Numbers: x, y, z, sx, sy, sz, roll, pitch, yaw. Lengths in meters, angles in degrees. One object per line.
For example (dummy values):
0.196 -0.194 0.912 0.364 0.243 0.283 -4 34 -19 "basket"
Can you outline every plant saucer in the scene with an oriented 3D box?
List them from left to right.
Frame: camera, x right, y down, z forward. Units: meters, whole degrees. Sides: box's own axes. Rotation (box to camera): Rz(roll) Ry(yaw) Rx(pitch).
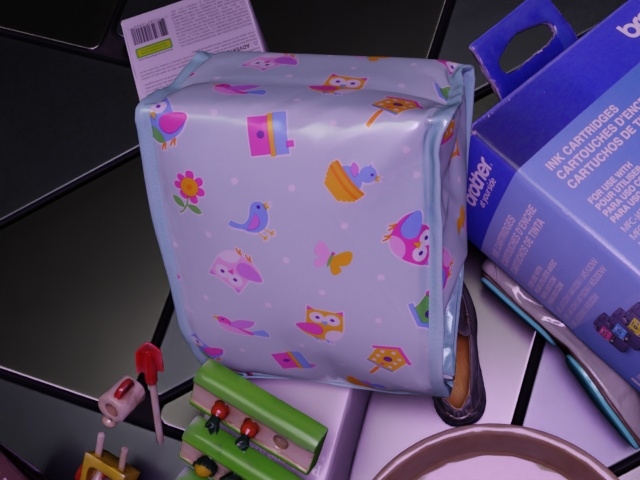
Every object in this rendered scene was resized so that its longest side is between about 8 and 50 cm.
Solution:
0.151 0.297 0.753 0.277 0.041 0.278 -3 74 9 "plant saucer"

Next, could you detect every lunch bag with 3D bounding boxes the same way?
0.000 0.000 0.675 0.223 0.262 0.160 4 31 14 "lunch bag"

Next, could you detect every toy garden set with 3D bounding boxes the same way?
-0.118 0.196 0.733 0.203 0.244 0.049 28 39 15 "toy garden set"

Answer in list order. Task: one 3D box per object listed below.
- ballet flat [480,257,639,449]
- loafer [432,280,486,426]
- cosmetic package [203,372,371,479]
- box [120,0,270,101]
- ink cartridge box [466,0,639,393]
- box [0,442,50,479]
0.230 0.083 0.782 0.068 0.072 0.213 -41 71 3 "ballet flat"
0.115 0.081 0.807 0.062 0.061 0.170 -16 72 5 "loafer"
-0.012 0.096 0.802 0.127 0.107 0.238 11 73 15 "cosmetic package"
-0.090 -0.127 0.824 0.114 0.203 0.103 -18 71 1 "box"
0.292 -0.043 0.739 0.270 0.151 0.395 -39 70 -20 "ink cartridge box"
-0.207 0.334 0.679 0.381 0.143 0.191 30 69 32 "box"
